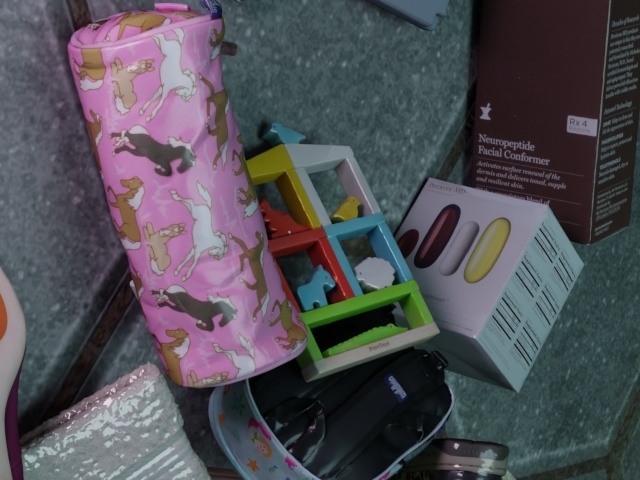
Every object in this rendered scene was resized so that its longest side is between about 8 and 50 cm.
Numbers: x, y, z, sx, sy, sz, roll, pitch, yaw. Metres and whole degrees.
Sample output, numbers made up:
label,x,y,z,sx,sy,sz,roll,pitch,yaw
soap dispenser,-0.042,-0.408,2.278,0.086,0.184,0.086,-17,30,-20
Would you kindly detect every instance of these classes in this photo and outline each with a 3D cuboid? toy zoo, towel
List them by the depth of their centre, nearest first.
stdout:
label,x,y,z,sx,sy,sz,roll,pitch,yaw
towel,-0.251,0.263,1.473,0.282,0.049,0.187,-31,122,-19
toy zoo,0.000,0.000,1.636,0.192,0.030,0.293,-15,74,-41

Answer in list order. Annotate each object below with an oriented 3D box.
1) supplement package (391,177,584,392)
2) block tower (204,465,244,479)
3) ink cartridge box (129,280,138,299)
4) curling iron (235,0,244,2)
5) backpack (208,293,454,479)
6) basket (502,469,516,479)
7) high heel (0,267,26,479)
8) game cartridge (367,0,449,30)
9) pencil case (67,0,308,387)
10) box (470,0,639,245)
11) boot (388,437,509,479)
label,x,y,z,sx,sy,sz,roll,pitch,yaw
supplement package,0.196,0.055,1.884,0.203,0.194,0.149,-60,139,-19
block tower,-0.165,0.418,1.636,0.097,0.091,0.336,10,95,-24
ink cartridge box,-0.144,0.070,1.601,0.088,0.052,0.122,-47,134,-30
curling iron,-0.023,-0.339,1.626,0.274,0.035,0.068,-35,127,-37
backpack,-0.002,0.194,1.656,0.225,0.191,0.253,49,40,4
basket,0.234,0.392,2.103,0.103,0.113,0.167,-60,138,-23
high heel,-0.344,0.172,1.349,0.127,0.181,0.377,-4,74,-33
game cartridge,0.121,-0.414,1.721,0.196,0.060,0.294,14,93,-59
pencil case,-0.129,-0.043,1.455,0.167,0.160,0.386,-16,106,-10
box,0.320,-0.200,1.942,0.143,0.191,0.381,-19,115,-52
boot,0.145,0.409,1.809,0.138,0.377,0.284,6,71,-10
